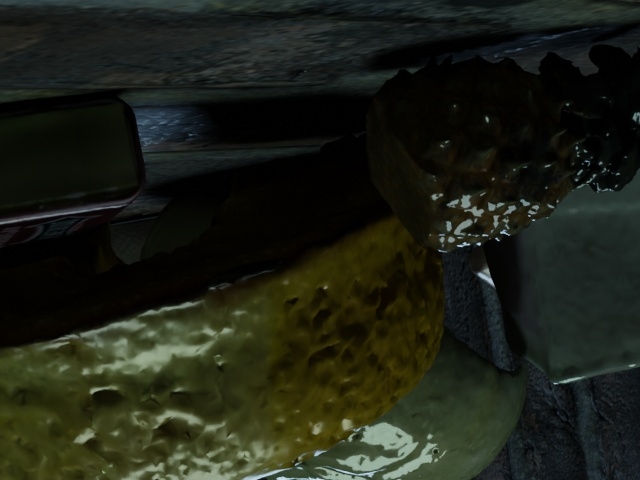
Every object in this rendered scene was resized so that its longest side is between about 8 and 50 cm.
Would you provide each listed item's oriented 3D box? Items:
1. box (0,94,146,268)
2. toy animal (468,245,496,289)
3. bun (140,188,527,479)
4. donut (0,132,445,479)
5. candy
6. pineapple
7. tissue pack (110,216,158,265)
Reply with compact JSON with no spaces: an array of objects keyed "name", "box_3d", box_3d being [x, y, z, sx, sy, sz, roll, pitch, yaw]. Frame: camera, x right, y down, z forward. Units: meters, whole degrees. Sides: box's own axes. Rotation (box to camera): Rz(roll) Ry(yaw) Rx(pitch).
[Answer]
[{"name":"box","box_3d":[-0.178,-0.029,1.006,0.120,0.069,0.224,-9,175,-18]},{"name":"toy animal","box_3d":[0.314,-0.005,1.752,0.269,0.237,0.326,6,174,-28]},{"name":"bun","box_3d":[-0.009,0.113,1.526,0.364,0.202,0.364,31,178,1]},{"name":"donut","box_3d":[-0.122,0.065,1.192,0.435,0.163,0.377,-9,-165,17]},{"name":"candy","box_3d":[0.316,-0.014,1.506,0.358,0.208,0.145,-10,-168,-15]},{"name":"pineapple","box_3d":[0.149,-0.070,0.989,0.237,0.111,0.119,-18,-149,-12]},{"name":"tissue pack","box_3d":[-0.086,0.048,1.742,0.325,0.170,0.071,-9,-178,2]}]
